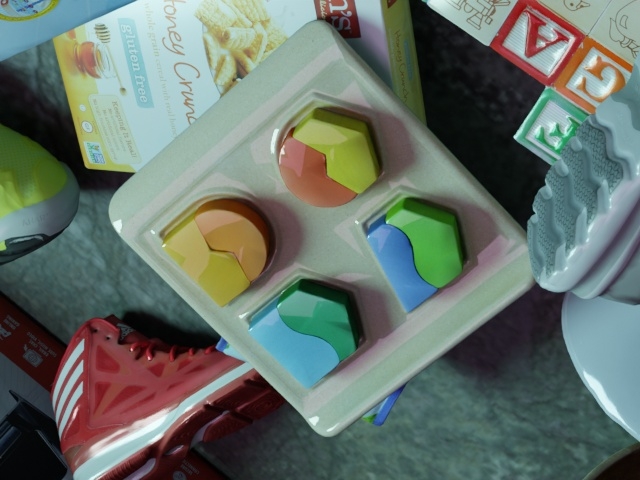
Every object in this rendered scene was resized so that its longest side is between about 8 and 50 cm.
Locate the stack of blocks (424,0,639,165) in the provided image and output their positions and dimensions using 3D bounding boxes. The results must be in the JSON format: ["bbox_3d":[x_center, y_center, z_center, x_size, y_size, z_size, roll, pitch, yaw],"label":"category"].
[{"bbox_3d":[0.180,-0.120,1.051,0.297,0.087,0.171,35,131,4],"label":"stack of blocks"}]

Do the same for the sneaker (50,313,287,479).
[{"bbox_3d":[-0.109,0.086,1.351,0.221,0.087,0.128,-32,66,11],"label":"sneaker"}]

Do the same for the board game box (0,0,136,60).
[{"bbox_3d":[-0.176,-0.220,1.001,0.301,0.308,0.086,-21,67,16],"label":"board game box"}]

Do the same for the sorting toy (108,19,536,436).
[{"bbox_3d":[0.000,0.000,1.140,0.193,0.038,0.208,-39,100,22],"label":"sorting toy"}]

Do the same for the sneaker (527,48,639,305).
[{"bbox_3d":[0.221,-0.071,0.961,0.115,0.105,0.281,18,132,-22],"label":"sneaker"}]

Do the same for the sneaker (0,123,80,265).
[{"bbox_3d":[-0.345,-0.100,1.318,0.384,0.145,0.147,23,129,12],"label":"sneaker"}]

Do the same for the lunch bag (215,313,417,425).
[{"bbox_3d":[0.014,0.037,1.224,0.128,0.096,0.151,25,141,-1],"label":"lunch bag"}]

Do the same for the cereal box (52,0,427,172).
[{"bbox_3d":[-0.056,-0.119,1.177,0.240,0.047,0.173,5,124,26],"label":"cereal box"}]

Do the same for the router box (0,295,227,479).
[{"bbox_3d":[-0.254,0.202,1.366,0.335,0.301,0.082,39,132,0],"label":"router box"}]

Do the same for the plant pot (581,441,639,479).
[{"bbox_3d":[0.248,0.276,1.225,0.215,0.215,0.230,19,143,16],"label":"plant pot"}]

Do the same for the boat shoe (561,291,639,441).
[{"bbox_3d":[0.256,0.111,1.161,0.095,0.084,0.258,-49,66,14],"label":"boat shoe"}]
